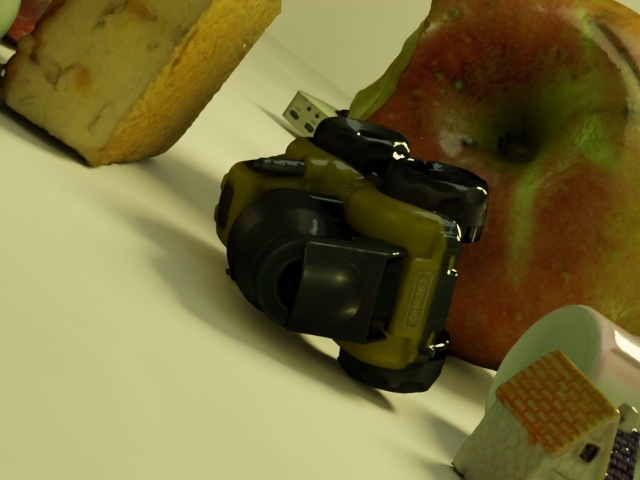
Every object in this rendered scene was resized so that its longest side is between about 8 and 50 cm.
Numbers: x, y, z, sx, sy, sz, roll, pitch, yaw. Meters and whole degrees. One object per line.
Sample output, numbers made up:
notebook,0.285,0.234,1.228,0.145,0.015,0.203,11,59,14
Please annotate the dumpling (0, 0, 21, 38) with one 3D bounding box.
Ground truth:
dumpling,-0.300,-0.238,1.147,0.320,0.211,0.270,-178,-111,-79

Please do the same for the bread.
bread,-0.133,-0.153,1.377,0.114,0.185,0.274,40,9,5

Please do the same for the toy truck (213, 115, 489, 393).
toy truck,0.000,0.000,1.232,0.165,0.147,0.224,6,18,-27

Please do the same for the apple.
apple,0.173,-0.048,1.561,0.339,0.339,0.339,35,7,-5

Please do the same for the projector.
projector,0.105,-0.094,2.471,0.259,0.079,0.257,25,14,-48

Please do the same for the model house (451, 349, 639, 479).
model house,0.159,0.138,1.151,0.100,0.100,0.088,31,8,-32

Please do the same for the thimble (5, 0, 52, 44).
thimble,-0.240,-0.286,1.582,0.162,0.239,0.239,35,7,-2

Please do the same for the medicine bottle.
medicine bottle,0.215,0.136,1.294,0.168,0.135,0.135,33,8,-22
